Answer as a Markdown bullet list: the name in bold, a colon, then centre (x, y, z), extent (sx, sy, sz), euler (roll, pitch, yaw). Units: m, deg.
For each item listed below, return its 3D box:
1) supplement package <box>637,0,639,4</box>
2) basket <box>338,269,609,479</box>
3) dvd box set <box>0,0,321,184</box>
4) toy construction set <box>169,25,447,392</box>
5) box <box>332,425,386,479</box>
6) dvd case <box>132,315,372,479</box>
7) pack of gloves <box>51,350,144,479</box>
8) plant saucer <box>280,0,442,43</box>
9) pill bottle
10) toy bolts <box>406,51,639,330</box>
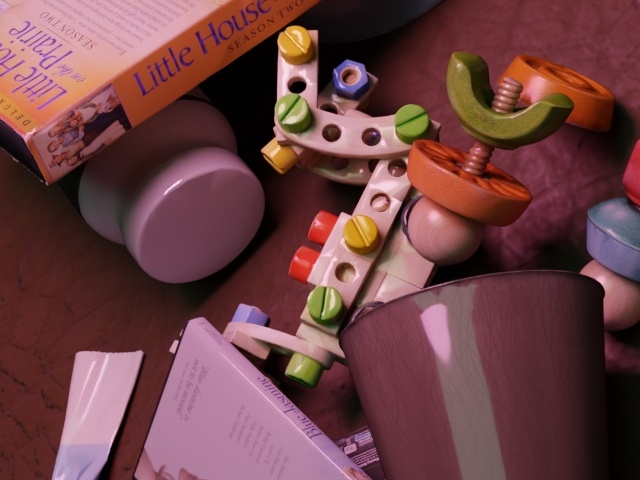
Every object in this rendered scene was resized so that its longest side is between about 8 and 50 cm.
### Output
- **supplement package**: centre (0.368, -0.174, 1.258), extent (0.139, 0.134, 0.244), euler (-48, 52, 4)
- **basket**: centre (0.129, 0.158, 1.193), extent (0.204, 0.154, 0.227), euler (-14, 64, 11)
- **dvd box set**: centre (-0.151, -0.237, 1.481), extent (0.420, 0.062, 0.308), euler (-37, 40, -18)
- **toy construction set**: centre (0.000, 0.000, 1.395), extent (0.215, 0.151, 0.327), euler (24, 91, 11)
- **box**: centre (0.112, 0.211, 1.294), extent (0.191, 0.045, 0.184), euler (-26, 59, 19)
- **dvd case**: centre (-0.053, 0.206, 1.340), extent (0.253, 0.022, 0.180), euler (41, 124, 31)
- **pack of gloves**: centre (-0.175, 0.202, 1.477), extent (0.195, 0.046, 0.232), euler (-5, 66, 31)
- **plant saucer**: centre (0.043, -0.341, 1.602), extent (0.318, 0.044, 0.317), euler (-13, 62, 27)
- **pill bottle**: centre (-0.176, -0.095, 1.546), extent (0.162, 0.162, 0.278), euler (-46, 52, 6)
- **toy bolts**: centre (0.193, -0.035, 1.314), extent (0.228, 0.218, 0.158), euler (27, 108, 15)
